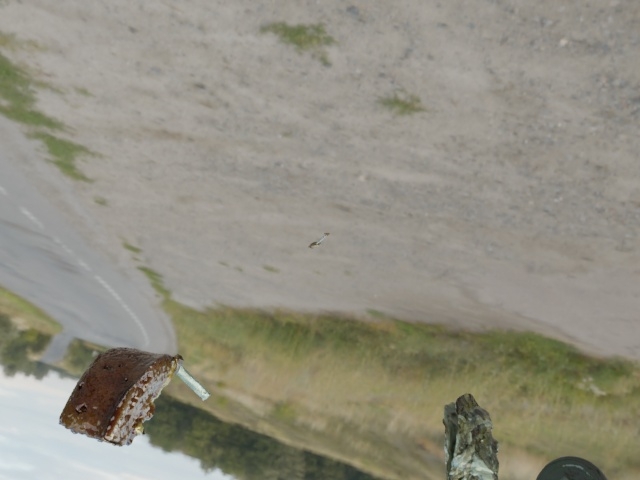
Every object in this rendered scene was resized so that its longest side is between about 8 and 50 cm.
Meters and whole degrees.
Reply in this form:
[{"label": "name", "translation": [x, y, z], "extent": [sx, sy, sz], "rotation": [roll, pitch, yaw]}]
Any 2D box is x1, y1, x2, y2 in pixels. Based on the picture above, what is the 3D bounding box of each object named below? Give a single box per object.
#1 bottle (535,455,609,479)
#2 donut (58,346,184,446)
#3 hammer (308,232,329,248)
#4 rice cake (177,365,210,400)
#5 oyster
[{"label": "bottle", "translation": [0.530, 0.543, 1.550], "extent": [0.143, 0.144, 0.336], "rotation": [7, 153, 37]}, {"label": "donut", "translation": [-0.321, 0.237, 1.264], "extent": [0.126, 0.187, 0.144], "rotation": [13, 155, 12]}, {"label": "hammer", "translation": [0.000, 0.000, 1.588], "extent": [0.029, 0.014, 0.123], "rotation": [-22, 175, -17]}, {"label": "rice cake", "translation": [-0.292, 0.318, 1.782], "extent": [0.121, 0.022, 0.021], "rotation": [53, 180, -30]}, {"label": "oyster", "translation": [0.374, 0.536, 1.897], "extent": [0.162, 0.351, 0.158], "rotation": [18, 126, -18]}]
